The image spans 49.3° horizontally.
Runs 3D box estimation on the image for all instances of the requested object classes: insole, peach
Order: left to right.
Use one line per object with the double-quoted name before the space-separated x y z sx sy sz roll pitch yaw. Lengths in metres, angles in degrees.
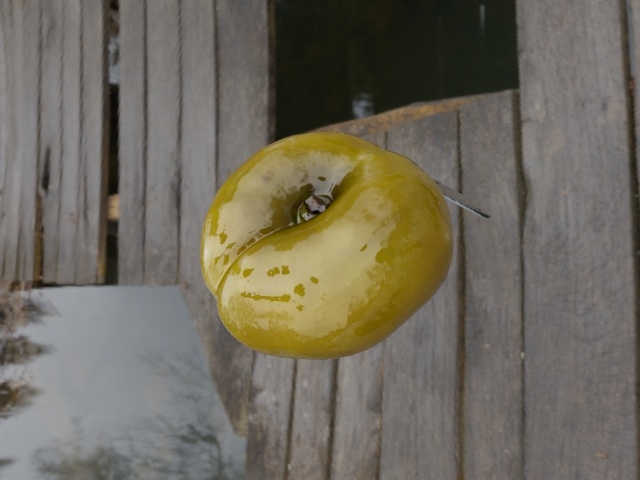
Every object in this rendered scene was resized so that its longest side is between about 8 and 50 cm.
"peach" 0.000 0.000 0.479 0.179 0.103 0.179 -13 45 13
"insole" 0.176 -0.072 0.988 0.322 0.109 0.007 -90 26 -78
